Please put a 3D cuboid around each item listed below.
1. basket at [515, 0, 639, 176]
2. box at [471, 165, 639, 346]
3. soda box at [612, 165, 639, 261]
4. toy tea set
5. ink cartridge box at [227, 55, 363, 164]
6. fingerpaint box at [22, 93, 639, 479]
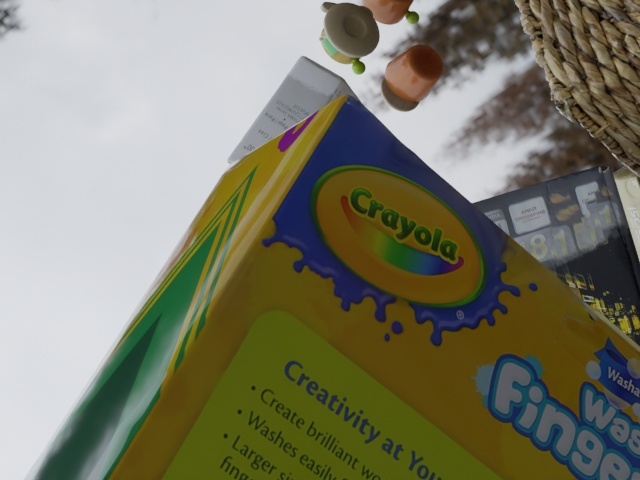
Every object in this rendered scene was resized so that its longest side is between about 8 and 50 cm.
[{"bbox_3d":[0.353,-0.178,1.289,0.299,0.223,0.213,32,-148,-34],"label":"basket"},{"bbox_3d":[0.110,0.142,1.254,0.097,0.395,0.318,25,-130,-76],"label":"box"},{"bbox_3d":[0.391,-0.003,1.616,0.061,0.058,0.181,1,118,64],"label":"soda box"},{"bbox_3d":[0.047,-0.334,2.077,0.200,0.124,0.336,-11,-106,-29],"label":"toy tea set"},{"bbox_3d":[-0.026,-0.030,1.567,0.066,0.261,0.296,32,175,24],"label":"ink cartridge box"},{"bbox_3d":[0.058,0.209,0.785,0.445,0.163,0.371,39,-118,-16],"label":"fingerpaint box"}]
